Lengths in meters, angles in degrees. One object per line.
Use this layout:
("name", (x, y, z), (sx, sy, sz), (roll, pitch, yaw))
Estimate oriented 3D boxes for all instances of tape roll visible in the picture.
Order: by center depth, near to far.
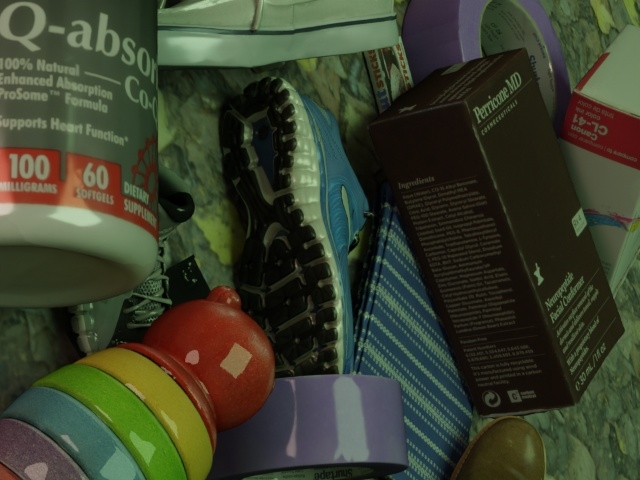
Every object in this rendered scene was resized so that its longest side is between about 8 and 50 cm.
("tape roll", (-0.015, 0.179, 1.383), (0.189, 0.189, 0.080), (13, 68, -51))
("tape roll", (0.218, -0.211, 1.925), (0.275, 0.090, 0.275), (25, 58, -48))

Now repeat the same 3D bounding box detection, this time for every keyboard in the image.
("keyboard", (-0.162, 0.066, 1.366), (0.180, 0.023, 0.108), (-32, 97, -54))

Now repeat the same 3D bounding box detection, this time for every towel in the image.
("towel", (0.107, 0.126, 1.705), (0.243, 0.040, 0.336), (44, 47, -39))

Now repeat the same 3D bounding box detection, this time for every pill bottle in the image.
("pill bottle", (-0.233, -0.144, 1.189), (0.210, 0.210, 0.363), (19, 63, -49))

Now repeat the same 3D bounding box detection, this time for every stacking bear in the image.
("stacking bear", (-0.152, 0.151, 1.166), (0.289, 0.164, 0.175), (-40, 110, -35))

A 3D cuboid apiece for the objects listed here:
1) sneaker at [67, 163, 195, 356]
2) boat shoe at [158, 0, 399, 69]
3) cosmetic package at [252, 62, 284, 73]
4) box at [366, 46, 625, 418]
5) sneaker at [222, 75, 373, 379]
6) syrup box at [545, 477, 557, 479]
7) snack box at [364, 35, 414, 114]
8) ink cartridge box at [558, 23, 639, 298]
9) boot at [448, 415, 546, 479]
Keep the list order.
("sneaker", (-0.151, 0.020, 1.272), (0.086, 0.132, 0.229), (-13, 81, -53))
("boat shoe", (-0.063, -0.251, 1.465), (0.367, 0.136, 0.157), (-13, 102, -40))
("cosmetic package", (-0.076, -0.238, 1.578), (0.115, 0.041, 0.060), (52, 42, -29))
("box", (0.211, -0.009, 1.740), (0.191, 0.143, 0.381), (-43, 114, -51))
("sneaker", (0.000, 0.000, 1.521), (0.147, 0.129, 0.330), (10, 69, -49))
("syrup box", (0.233, 0.395, 1.719), (0.096, 0.093, 0.237), (20, 62, -49))
("snack box", (0.095, -0.156, 1.794), (0.064, 0.022, 0.178), (-13, 87, -56))
("ink cartridge box", (0.374, -0.089, 1.922), (0.226, 0.131, 0.306), (-47, 157, -50))
("boot", (0.180, 0.307, 1.604), (0.112, 0.115, 0.305), (24, 57, 5))
